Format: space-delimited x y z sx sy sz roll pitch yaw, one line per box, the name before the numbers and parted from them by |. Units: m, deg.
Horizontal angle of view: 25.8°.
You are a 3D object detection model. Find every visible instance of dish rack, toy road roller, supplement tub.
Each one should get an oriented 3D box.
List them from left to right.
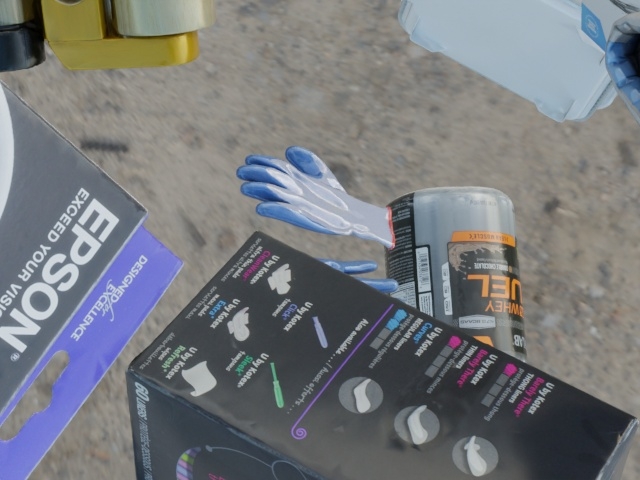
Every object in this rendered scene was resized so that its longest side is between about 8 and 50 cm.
toy road roller | -0.273 -0.325 1.668 0.329 0.240 0.202 0 109 13
supplement tub | 0.205 0.101 2.132 0.207 0.207 0.338 0 76 -14
dish rack | 0.256 -0.281 1.849 0.333 0.285 0.072 30 68 4

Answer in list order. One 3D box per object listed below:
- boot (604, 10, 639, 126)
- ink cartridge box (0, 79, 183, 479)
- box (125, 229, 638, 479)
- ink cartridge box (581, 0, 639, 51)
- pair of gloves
boot | 0.235 -0.032 0.668 0.123 0.258 0.095 -3 125 -23
ink cartridge box | -0.176 0.038 0.637 0.208 0.045 0.206 44 75 -38
box | 0.031 0.141 0.859 0.143 0.270 0.165 -49 154 -35
ink cartridge box | 0.292 -0.248 1.284 0.060 0.104 0.180 -23 137 -13
pair of gloves | 0.000 0.000 1.205 0.159 0.198 0.023 19 137 -21
